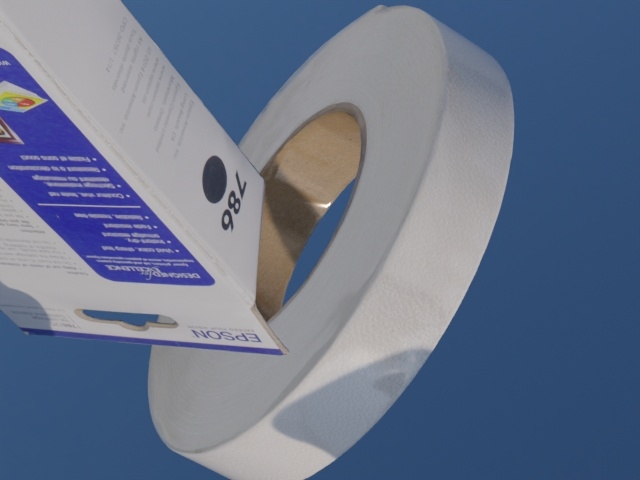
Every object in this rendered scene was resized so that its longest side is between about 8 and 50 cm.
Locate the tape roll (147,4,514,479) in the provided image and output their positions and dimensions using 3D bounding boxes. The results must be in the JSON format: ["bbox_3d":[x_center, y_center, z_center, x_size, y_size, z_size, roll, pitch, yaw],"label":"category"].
[{"bbox_3d":[0.000,0.000,1.400,0.392,0.072,0.392,-46,-153,32],"label":"tape roll"}]

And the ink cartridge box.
[{"bbox_3d":[-0.140,-0.053,0.800,0.165,0.332,0.065,3,-119,26],"label":"ink cartridge box"}]
